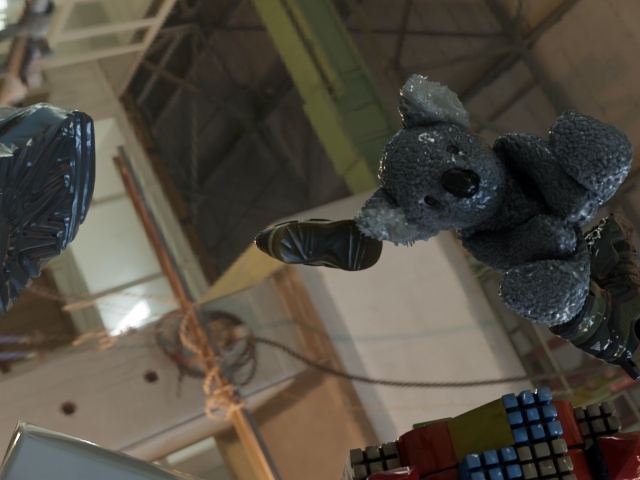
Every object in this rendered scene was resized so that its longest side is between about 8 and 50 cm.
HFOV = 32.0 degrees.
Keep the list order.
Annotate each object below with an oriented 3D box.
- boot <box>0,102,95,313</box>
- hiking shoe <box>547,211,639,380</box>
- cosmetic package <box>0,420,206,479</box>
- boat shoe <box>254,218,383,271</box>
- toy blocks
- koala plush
[{"bbox_3d":[-0.417,-0.035,0.706,0.445,0.367,0.146,11,-74,6],"label":"boot"},{"bbox_3d":[0.308,0.059,1.181,0.114,0.227,0.086,42,-51,-5],"label":"hiking shoe"},{"bbox_3d":[-0.223,0.382,1.357,0.217,0.385,0.156,-68,-168,-8],"label":"cosmetic package"},{"bbox_3d":[0.000,0.000,1.143,0.049,0.152,0.056,15,-85,46],"label":"boat shoe"},{"bbox_3d":[0.178,0.239,1.147,0.261,0.381,0.190,98,-19,-65],"label":"toy blocks"},{"bbox_3d":[0.155,-0.048,1.087,0.203,0.221,0.196,-80,-174,-81],"label":"koala plush"}]
